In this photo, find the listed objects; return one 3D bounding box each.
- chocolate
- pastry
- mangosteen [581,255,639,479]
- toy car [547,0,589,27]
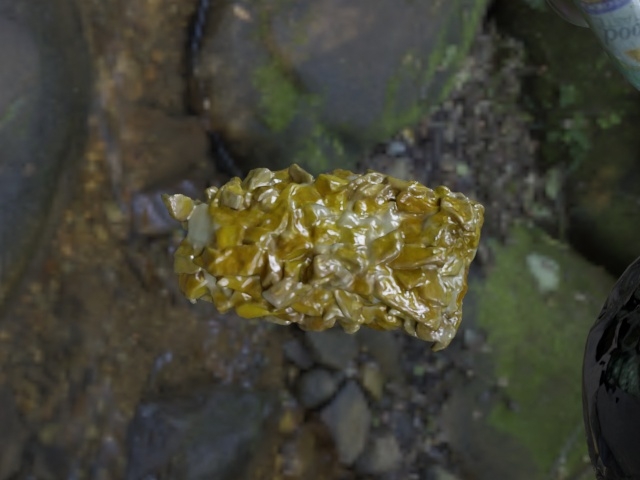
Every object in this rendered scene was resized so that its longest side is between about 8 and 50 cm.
[{"bbox_3d":[0.326,-0.220,1.452,0.291,0.110,0.110,51,49,-36],"label":"chocolate"},{"bbox_3d":[0.000,0.000,1.148,0.102,0.250,0.154,86,16,-62],"label":"pastry"},{"bbox_3d":[0.332,0.115,0.990,0.300,0.300,0.300,-5,95,-59],"label":"mangosteen"},{"bbox_3d":[0.419,-0.347,1.825,0.226,0.336,0.242,-42,147,-33],"label":"toy car"}]
